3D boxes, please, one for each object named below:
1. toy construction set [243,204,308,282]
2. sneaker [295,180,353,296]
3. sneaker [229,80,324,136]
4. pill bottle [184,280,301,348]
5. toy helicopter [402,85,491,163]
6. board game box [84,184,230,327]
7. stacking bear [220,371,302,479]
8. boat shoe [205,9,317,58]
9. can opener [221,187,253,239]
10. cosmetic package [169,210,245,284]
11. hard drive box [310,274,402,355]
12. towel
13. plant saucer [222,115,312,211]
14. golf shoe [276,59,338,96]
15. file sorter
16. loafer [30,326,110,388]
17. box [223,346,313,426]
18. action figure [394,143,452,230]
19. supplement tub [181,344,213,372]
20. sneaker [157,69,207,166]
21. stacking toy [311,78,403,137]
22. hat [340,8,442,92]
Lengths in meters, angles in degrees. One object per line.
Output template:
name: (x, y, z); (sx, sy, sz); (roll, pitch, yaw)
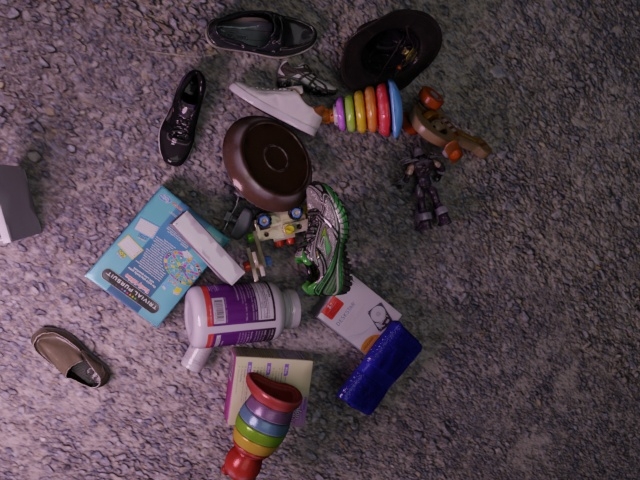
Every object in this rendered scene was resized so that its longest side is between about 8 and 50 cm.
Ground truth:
toy construction set: (-0.098, 0.004, 1.766); (0.328, 0.151, 0.214); (-17, 99, -24)
sneaker: (0.000, 0.000, 1.654); (0.147, 0.134, 0.343); (-9, 97, -25)
sneaker: (-0.124, -0.427, 1.723); (0.290, 0.106, 0.123); (24, 99, -12)
pill bottle: (-0.230, 0.216, 1.709); (0.323, 0.182, 0.181); (-2, 95, -25)
toy helicopter: (0.431, -0.332, 1.852); (0.355, 0.234, 0.140); (15, 132, -33)
board game box: (-0.474, 0.045, 1.692); (0.254, 0.079, 0.336); (41, 84, -15)
stacking bear: (-0.184, 0.558, 1.660); (0.176, 0.164, 0.288); (24, 94, -16)
boat shoe: (-0.165, -0.619, 1.704); (0.341, 0.113, 0.127); (2, 94, -16)
can opener: (-0.216, -0.139, 1.747); (0.095, 0.076, 0.283); (28, 86, -7)
cosmetic package: (-0.323, 0.021, 1.639); (0.060, 0.099, 0.239); (-45, 105, -13)
hard drive box: (0.115, 0.238, 1.865); (0.232, 0.089, 0.181); (38, 84, -15)
towel: (0.201, 0.416, 1.853); (0.308, 0.076, 0.228); (-53, 145, -5)
plant saucer: (-0.140, -0.236, 1.698); (0.311, 0.050, 0.310); (14, 66, -34)
golf shoe: (-0.035, -0.499, 1.770); (0.198, 0.077, 0.093); (9, 86, -20)
file sorter: (-0.864, -0.083, 1.477); (0.173, 0.278, 0.192); (-13, 98, -10)
loafer: (-0.712, 0.339, 1.647); (0.251, 0.087, 0.094); (38, 84, -15)
box: (-0.163, 0.454, 1.792); (0.243, 0.117, 0.213); (6, 93, -15)
action figure: (0.340, -0.178, 1.893); (0.186, 0.099, 0.284); (-13, 94, -7)
supplement tub: (-0.369, 0.338, 1.750); (0.071, 0.071, 0.107); (28, 88, -16)
sneaker: (-0.401, -0.355, 1.656); (0.107, 0.124, 0.283); (14, 91, -15)
stacking toy: (0.098, -0.395, 1.787); (0.302, 0.165, 0.175); (-6, 107, 4)
hat: (0.198, -0.607, 1.768); (0.332, 0.331, 0.133); (-14, 60, -14)
